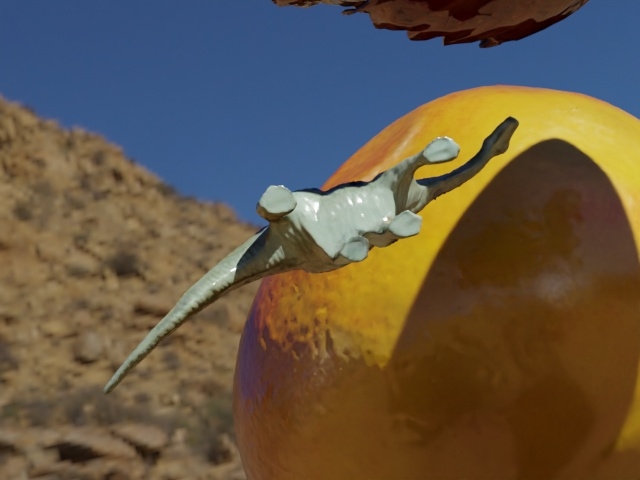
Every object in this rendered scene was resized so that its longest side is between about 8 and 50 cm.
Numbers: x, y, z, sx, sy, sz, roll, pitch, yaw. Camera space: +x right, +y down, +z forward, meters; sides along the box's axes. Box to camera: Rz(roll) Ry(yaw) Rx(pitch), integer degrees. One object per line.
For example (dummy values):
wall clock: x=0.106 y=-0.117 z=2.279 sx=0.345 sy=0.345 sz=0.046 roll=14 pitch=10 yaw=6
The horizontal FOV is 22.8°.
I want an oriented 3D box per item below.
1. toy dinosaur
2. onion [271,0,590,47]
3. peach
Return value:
toy dinosaur: x=0.005 y=-0.005 z=0.533 sx=0.180 sy=0.037 sz=0.058 roll=-22 pitch=-14 yaw=-22
onion: x=0.029 y=-0.206 z=0.606 sx=0.276 sy=0.276 sz=0.276 roll=-14 pitch=-10 yaw=-3
peach: x=0.085 y=0.067 z=0.932 sx=0.308 sy=0.289 sz=0.289 roll=-14 pitch=-10 yaw=21
